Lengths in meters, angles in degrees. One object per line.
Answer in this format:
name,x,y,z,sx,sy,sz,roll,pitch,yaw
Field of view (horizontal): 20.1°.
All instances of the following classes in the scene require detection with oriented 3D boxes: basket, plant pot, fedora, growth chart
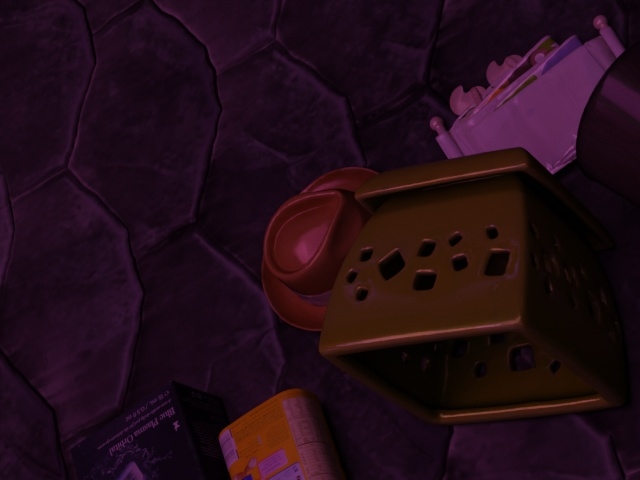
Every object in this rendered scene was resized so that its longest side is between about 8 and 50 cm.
basket,0.375,-0.064,1.671,0.227,0.204,0.154,38,89,27
plant pot,0.156,0.042,1.752,0.227,0.228,0.207,-10,60,32
fedora,0.000,0.000,1.963,0.194,0.079,0.194,-13,66,30
growth chart,0.230,-0.133,1.888,0.237,0.021,0.172,-33,56,21

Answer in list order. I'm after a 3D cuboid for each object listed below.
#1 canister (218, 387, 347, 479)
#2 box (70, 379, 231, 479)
canister,-0.032,0.255,1.894,0.126,0.073,0.170,-34,55,20
box,-0.171,0.263,1.976,0.156,0.093,0.158,-35,57,20
